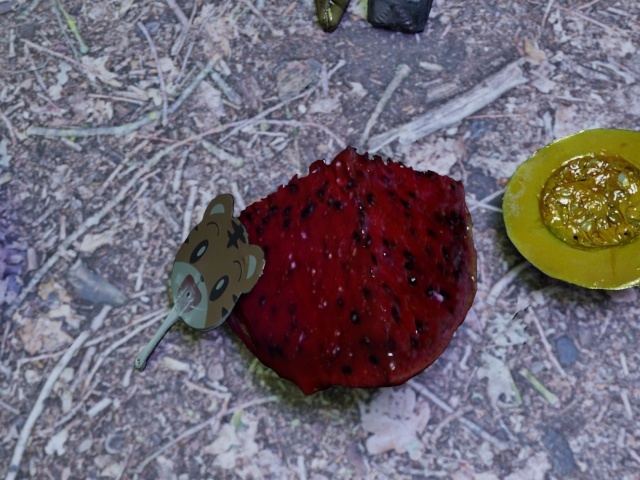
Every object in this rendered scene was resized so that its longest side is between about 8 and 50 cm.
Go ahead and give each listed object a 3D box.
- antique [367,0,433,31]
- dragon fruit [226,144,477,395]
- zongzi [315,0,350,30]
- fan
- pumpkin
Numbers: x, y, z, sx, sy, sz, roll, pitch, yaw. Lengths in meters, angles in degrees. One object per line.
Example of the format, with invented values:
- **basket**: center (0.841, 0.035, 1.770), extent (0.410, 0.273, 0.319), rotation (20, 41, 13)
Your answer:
- **antique**: center (0.122, -0.383, 1.165), extent (0.088, 0.086, 0.183), rotation (12, 67, 9)
- **dragon fruit**: center (0.000, 0.000, 0.940), extent (0.330, 0.240, 0.302), rotation (2, 26, 34)
- **zongzi**: center (-0.001, -0.337, 1.180), extent (0.083, 0.040, 0.076), rotation (19, 74, 24)
- **fan**: center (-0.150, 0.062, 0.958), extent (0.227, 0.008, 0.152), rotation (-51, 45, 15)
- **pumpkin**: center (0.328, -0.025, 0.992), extent (0.217, 0.110, 0.217), rotation (-6, 65, 14)
